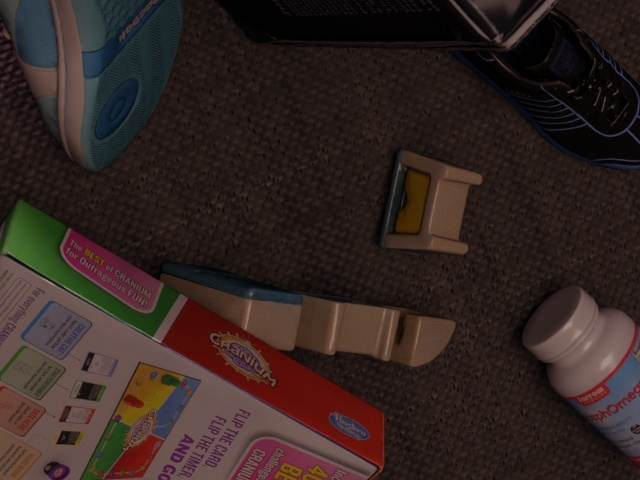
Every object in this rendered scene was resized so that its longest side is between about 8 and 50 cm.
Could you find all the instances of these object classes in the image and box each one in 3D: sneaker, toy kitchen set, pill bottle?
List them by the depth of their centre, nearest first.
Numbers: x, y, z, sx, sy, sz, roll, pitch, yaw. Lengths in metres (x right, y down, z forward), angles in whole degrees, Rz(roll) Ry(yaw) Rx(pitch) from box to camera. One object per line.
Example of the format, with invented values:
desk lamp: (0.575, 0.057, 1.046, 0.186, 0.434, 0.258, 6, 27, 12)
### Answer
sneaker: (-0.212, -0.197, 1.340, 0.208, 0.319, 0.127, 28, 55, 17)
toy kitchen set: (0.000, 0.000, 1.474, 0.207, 0.122, 0.166, 10, 92, -39)
sneaker: (0.198, -0.126, 1.520, 0.232, 0.090, 0.081, 31, 86, -18)
pill bottle: (0.243, 0.112, 1.561, 0.160, 0.087, 0.087, 42, 82, -17)

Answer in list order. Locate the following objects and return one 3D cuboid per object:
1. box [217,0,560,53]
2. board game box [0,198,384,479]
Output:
box: (0.099, -0.385, 1.259, 0.480, 0.472, 0.297, -46, 106, -9)
board game box: (-0.150, 0.142, 1.381, 0.316, 0.064, 0.242, 32, 122, -19)
